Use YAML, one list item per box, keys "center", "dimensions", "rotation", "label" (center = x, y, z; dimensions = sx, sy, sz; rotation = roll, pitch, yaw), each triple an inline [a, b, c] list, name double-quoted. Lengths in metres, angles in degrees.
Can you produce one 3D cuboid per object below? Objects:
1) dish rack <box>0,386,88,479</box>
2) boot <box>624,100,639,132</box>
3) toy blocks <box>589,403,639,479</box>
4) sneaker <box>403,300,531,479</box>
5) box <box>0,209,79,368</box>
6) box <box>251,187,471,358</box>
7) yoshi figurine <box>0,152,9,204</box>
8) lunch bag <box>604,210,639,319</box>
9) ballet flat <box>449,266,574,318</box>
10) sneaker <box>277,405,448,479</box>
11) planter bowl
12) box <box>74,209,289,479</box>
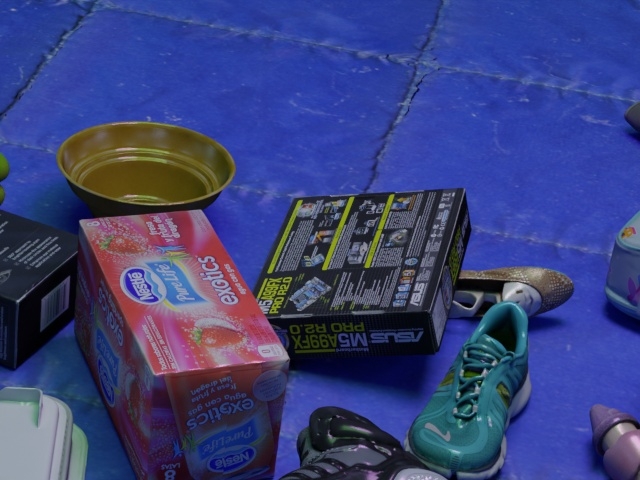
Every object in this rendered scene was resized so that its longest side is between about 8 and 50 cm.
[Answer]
- center: [-0.392, 0.217, 1.694]
  dimensions: [0.333, 0.072, 0.285]
  rotation: [3, 30, -5]
  label: "dish rack"
- center: [0.494, -0.138, 2.501]
  dimensions: [0.190, 0.076, 0.208]
  rotation: [3, 33, -36]
  label: "boot"
- center: [0.434, 0.108, 1.840]
  dimensions: [0.309, 0.288, 0.260]
  rotation: [-10, 39, -22]
  label: "toy blocks"
- center: [0.159, 0.156, 1.878]
  dimensions: [0.107, 0.110, 0.275]
  rotation: [14, 31, 12]
  label: "sneaker"
- center: [-0.358, 0.046, 1.974]
  dimensions: [0.158, 0.093, 0.156]
  rotation: [19, 32, 18]
  label: "box"
- center: [0.046, 0.035, 2.043]
  dimensions: [0.216, 0.060, 0.270]
  rotation: [-4, 30, 16]
  label: "box"
- center: [-0.553, -0.097, 2.108]
  dimensions: [0.362, 0.203, 0.203]
  rotation: [9, 45, -1]
  label: "yoshi figurine"
- center: [0.497, 0.046, 2.145]
  dimensions: [0.279, 0.107, 0.224]
  rotation: [21, 27, 20]
  label: "lunch bag"
- center: [0.191, 0.069, 2.085]
  dimensions: [0.206, 0.073, 0.067]
  rotation: [0, 33, 6]
  label: "ballet flat"
- center: [-0.013, 0.239, 1.712]
  dimensions: [0.269, 0.101, 0.153]
  rotation: [-2, 30, -28]
  label: "sneaker"
- center: [-0.215, -0.059, 2.191]
  dimensions: [0.217, 0.090, 0.217]
  rotation: [6, 29, -3]
  label: "planter bowl"
- center: [-0.151, 0.108, 1.854]
  dimensions: [0.142, 0.154, 0.300]
  rotation: [-6, 33, -20]
  label: "box"
